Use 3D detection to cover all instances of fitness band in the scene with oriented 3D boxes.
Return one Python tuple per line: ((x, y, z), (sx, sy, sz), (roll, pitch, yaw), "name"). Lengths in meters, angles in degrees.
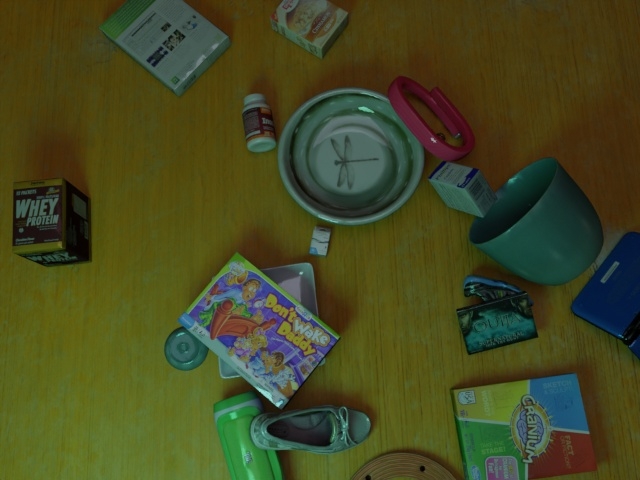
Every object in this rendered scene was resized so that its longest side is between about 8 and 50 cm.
((0.304, -0.339, 1.745), (0.209, 0.054, 0.290), (-26, 74, -46), "fitness band")

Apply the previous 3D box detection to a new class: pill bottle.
((-0.176, -0.335, 1.800), (0.086, 0.086, 0.151), (-10, 77, -1), "pill bottle")

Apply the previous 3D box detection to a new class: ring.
((0.208, 0.700, 1.571), (0.337, 0.032, 0.336), (0, 77, 2), "ring")

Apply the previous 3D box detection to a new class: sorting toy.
((0.314, -0.302, 1.793), (0.102, 0.061, 0.042), (38, 79, -14), "sorting toy")

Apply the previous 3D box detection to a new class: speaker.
((-0.172, 0.533, 1.572), (0.131, 0.131, 0.296), (-19, 77, -3), "speaker")

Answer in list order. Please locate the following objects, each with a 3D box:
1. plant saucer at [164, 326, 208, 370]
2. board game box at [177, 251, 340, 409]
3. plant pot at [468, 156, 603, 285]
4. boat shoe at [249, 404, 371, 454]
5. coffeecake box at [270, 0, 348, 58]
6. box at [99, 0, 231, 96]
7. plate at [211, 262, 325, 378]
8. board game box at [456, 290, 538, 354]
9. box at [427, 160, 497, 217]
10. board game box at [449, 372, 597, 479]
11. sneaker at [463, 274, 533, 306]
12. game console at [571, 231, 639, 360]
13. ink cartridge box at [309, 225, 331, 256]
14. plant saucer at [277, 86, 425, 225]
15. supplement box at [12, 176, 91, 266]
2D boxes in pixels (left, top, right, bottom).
((-0.360, 0.286, 1.689), (0.120, 0.021, 0.119), (0, 77, 1), "plant saucer")
((-0.155, 0.228, 1.623), (0.347, 0.078, 0.233), (38, 81, 10), "board game box")
((0.567, -0.025, 1.613), (0.235, 0.293, 0.293), (41, 80, -8), "plant pot")
((-0.010, 0.461, 1.549), (0.321, 0.103, 0.118), (9, 70, -24), "boat shoe")
((-0.032, -0.652, 1.881), (0.186, 0.068, 0.142), (33, 81, 9), "coffeecake box")
((-0.462, -0.611, 1.890), (0.322, 0.058, 0.232), (41, 81, 9), "box")
((-0.140, 0.212, 1.689), (0.278, 0.045, 0.277), (-8, 77, 0), "plate")
((0.459, 0.215, 1.649), (0.186, 0.026, 0.126), (-16, 99, 5), "board game box")
((0.379, -0.139, 1.690), (0.072, 0.126, 0.137), (-51, 37, -11), "box")
((0.506, 0.475, 1.599), (0.317, 0.064, 0.242), (-8, 77, 0), "board game box")
((0.471, 0.145, 1.688), (0.188, 0.067, 0.078), (15, 99, 3), "sneaker")
((0.861, 0.166, 1.684), (0.293, 0.173, 0.250), (-49, 49, -10), "game console")
((0.000, 0.000, 1.744), (0.048, 0.028, 0.083), (9, 77, 3), "ink cartridge box")
((0.084, -0.225, 1.760), (0.401, 0.100, 0.400), (0, 77, 2), "plant saucer")
((-0.710, -0.044, 1.688), (0.129, 0.194, 0.191), (-6, 76, 0), "supplement box")
